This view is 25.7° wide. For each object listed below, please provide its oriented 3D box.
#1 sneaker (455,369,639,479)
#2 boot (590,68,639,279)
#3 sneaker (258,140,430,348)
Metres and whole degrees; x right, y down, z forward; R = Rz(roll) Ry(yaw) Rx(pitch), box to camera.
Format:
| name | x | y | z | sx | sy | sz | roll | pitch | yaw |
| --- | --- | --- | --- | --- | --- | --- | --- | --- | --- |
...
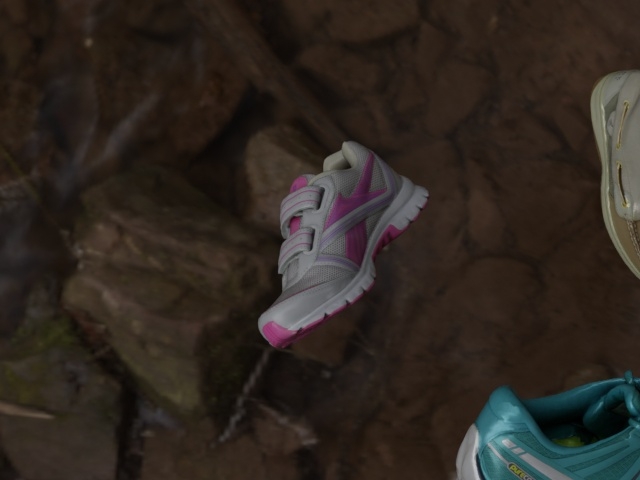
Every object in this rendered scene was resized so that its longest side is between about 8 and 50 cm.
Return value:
| name | x | y | z | sx | sy | sz | roll | pitch | yaw |
| --- | --- | --- | --- | --- | --- | --- | --- | --- | --- |
| sneaker | 0.232 | 0.151 | 0.990 | 0.107 | 0.275 | 0.110 | -117 | 34 | -58 |
| boot | 0.328 | -0.058 | 1.285 | 0.165 | 0.077 | 0.213 | -179 | 75 | -69 |
| sneaker | 0.000 | 0.000 | 1.321 | 0.111 | 0.252 | 0.103 | 44 | 135 | -8 |
